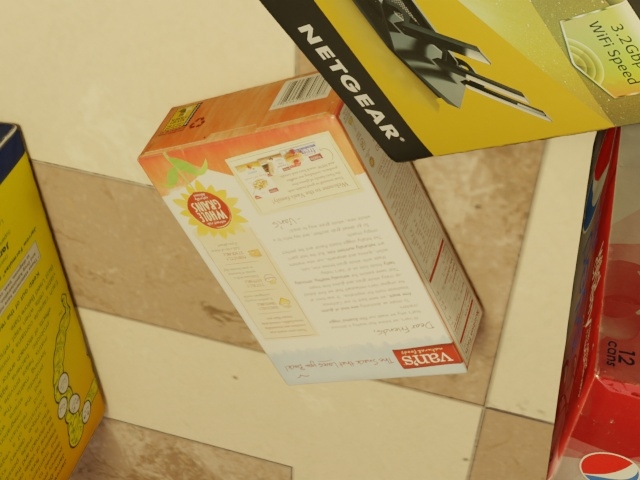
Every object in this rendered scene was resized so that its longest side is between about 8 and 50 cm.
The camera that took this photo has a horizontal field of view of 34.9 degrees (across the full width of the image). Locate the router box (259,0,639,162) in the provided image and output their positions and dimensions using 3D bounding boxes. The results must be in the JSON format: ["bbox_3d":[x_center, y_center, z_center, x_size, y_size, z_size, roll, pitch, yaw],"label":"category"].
[{"bbox_3d":[0.040,-0.179,0.458,0.309,0.081,0.243,47,153,-24],"label":"router box"}]

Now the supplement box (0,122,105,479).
[{"bbox_3d":[-0.334,0.087,0.845,0.194,0.195,0.357,10,134,14],"label":"supplement box"}]

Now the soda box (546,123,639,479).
[{"bbox_3d":[0.175,0.004,0.504,0.083,0.263,0.092,14,136,8],"label":"soda box"}]

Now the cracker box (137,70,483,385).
[{"bbox_3d":[0.000,0.000,0.716,0.155,0.067,0.232,-8,128,30],"label":"cracker box"}]
